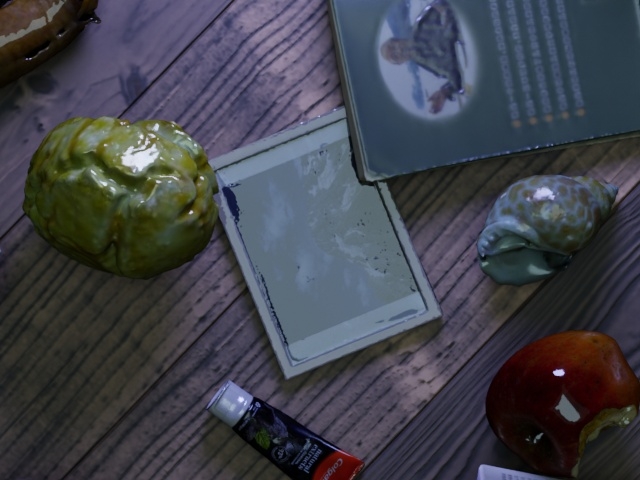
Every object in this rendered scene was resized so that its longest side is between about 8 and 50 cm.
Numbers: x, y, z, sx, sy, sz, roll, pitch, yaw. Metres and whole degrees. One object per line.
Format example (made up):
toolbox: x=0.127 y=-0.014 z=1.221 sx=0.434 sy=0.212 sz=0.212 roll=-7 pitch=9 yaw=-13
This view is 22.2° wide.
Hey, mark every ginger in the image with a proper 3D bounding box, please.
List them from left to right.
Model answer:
ginger: x=-0.361 y=-0.253 z=1.891 sx=0.309 sy=0.107 sz=0.133 roll=-39 pitch=104 yaw=1

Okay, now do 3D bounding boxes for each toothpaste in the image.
toothpaste: x=-0.042 y=0.234 z=1.916 sx=0.193 sy=0.045 sz=0.071 roll=38 pitch=88 yaw=-6

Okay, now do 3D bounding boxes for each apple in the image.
apple: x=0.279 y=0.176 z=1.874 sx=0.147 sy=0.156 sz=0.158 roll=47 pitch=59 yaw=0

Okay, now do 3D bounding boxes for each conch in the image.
conch: x=0.257 y=-0.022 z=1.903 sx=0.173 sy=0.106 sz=0.116 roll=-40 pitch=110 yaw=15

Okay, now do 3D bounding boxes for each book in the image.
book: x=0.205 y=-0.223 z=1.929 sx=0.370 sy=0.043 sz=0.260 roll=-10 pitch=87 yaw=-6

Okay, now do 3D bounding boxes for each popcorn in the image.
popcorn: x=-0.224 y=-0.051 z=1.837 sx=0.221 sy=0.204 sz=0.184 roll=6 pitch=62 yaw=17

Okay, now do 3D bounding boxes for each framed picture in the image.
framed picture: x=0.000 y=0.000 z=1.934 sx=0.209 sy=0.019 sz=0.281 roll=-24 pitch=89 yaw=-2

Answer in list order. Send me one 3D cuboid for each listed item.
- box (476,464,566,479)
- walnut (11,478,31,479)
box: x=0.322 y=0.406 z=1.833 sx=0.341 sy=0.143 sz=0.225 roll=11 pitch=113 yaw=-2
walnut: x=-0.323 y=0.392 z=1.806 sx=0.248 sy=0.248 sz=0.248 roll=0 pitch=88 yaw=-2
